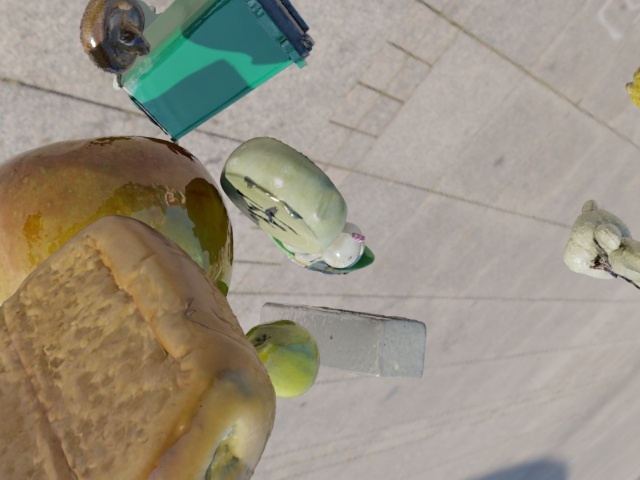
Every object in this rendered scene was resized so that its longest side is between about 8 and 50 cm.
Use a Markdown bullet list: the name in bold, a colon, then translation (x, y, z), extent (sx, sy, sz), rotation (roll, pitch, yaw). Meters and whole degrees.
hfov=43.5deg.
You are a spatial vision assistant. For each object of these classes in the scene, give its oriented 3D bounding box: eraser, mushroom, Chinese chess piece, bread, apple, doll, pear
- **eraser**: translation (0.033, 0.187, 1.530), extent (0.077, 0.352, 0.111), rotation (3, 90, -50)
- **mushroom**: translation (-0.318, -0.321, 1.233), extent (0.109, 0.085, 0.126), rotation (25, 78, -30)
- **Chinese chess piece**: translation (-0.052, -0.059, 1.118), extent (0.083, 0.188, 0.188), rotation (-54, 157, -17)
- **bread**: translation (-0.192, 0.159, 0.653), extent (0.328, 0.337, 0.148), rotation (-46, 131, -7)
- **apple**: translation (-0.306, 0.028, 1.141), extent (0.384, 0.374, 0.374), rotation (-6, 179, 40)
- **doll**: translation (0.573, 0.037, 1.538), extent (0.149, 0.278, 0.175), rotation (-22, 111, -10)
- **pear**: translation (-0.045, 0.123, 0.848), extent (0.092, 0.092, 0.097), rotation (-38, 165, -5)

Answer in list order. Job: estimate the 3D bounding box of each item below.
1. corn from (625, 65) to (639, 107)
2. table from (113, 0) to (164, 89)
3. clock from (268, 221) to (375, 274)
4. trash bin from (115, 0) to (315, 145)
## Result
- **corn**: translation (0.612, -0.262, 1.301), extent (0.097, 0.262, 0.097), rotation (-2, 94, -33)
- **table**: translation (-0.478, -0.493, 2.052), extent (0.198, 0.166, 0.166), rotation (-28, 165, 37)
- **clock**: translation (0.000, 0.000, 1.596), extent (0.144, 0.231, 0.103), rotation (109, -4, -62)
- **trash bin**: translation (-0.241, -0.420, 1.683), extent (0.381, 0.259, 0.295), rotation (-38, 125, 7)
